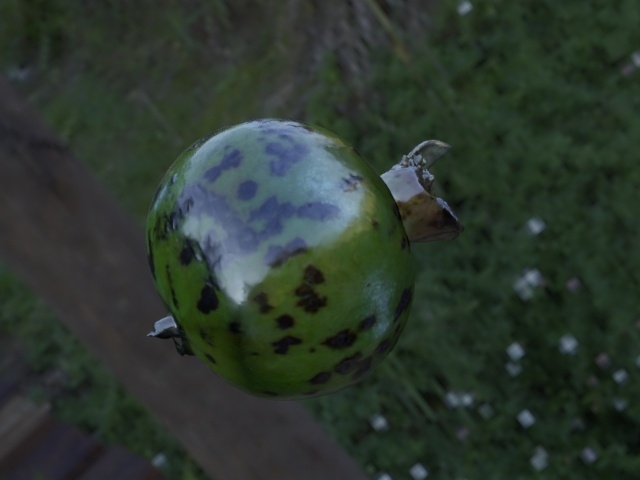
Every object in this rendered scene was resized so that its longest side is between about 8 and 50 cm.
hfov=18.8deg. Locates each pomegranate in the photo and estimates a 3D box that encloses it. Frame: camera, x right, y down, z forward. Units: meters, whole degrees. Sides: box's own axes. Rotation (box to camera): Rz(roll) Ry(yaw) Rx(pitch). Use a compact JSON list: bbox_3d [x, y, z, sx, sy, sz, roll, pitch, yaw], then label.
[{"bbox_3d":[0.000,0.000,0.799,0.161,0.122,0.122,-25,13,-23],"label":"pomegranate"}]
